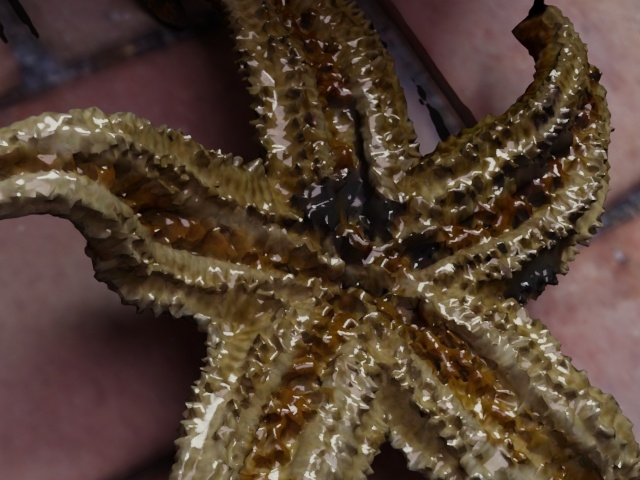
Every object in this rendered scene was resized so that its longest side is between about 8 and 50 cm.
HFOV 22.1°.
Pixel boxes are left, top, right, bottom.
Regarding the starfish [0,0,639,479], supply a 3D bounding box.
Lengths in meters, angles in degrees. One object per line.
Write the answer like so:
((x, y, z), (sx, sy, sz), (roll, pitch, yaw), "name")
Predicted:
((-0.004, 0.000, 0.616), (0.312, 0.113, 0.303), (-3, 69, -33), "starfish")
